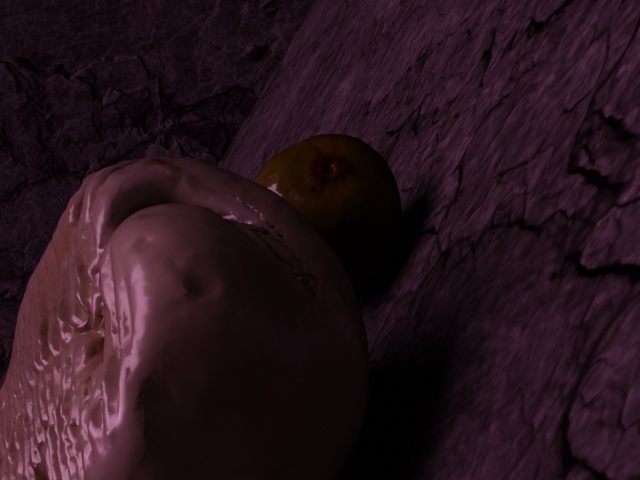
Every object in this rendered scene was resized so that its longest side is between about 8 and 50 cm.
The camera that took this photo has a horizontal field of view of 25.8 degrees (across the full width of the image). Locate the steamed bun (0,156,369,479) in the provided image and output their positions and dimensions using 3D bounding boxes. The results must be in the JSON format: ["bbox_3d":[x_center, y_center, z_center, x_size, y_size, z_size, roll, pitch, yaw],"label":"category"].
[{"bbox_3d":[-0.088,0.128,0.983,0.352,0.247,0.339,-65,25,20],"label":"steamed bun"}]

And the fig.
[{"bbox_3d":[0.001,0.004,1.221,0.142,0.147,0.186,-104,4,-56],"label":"fig"}]
